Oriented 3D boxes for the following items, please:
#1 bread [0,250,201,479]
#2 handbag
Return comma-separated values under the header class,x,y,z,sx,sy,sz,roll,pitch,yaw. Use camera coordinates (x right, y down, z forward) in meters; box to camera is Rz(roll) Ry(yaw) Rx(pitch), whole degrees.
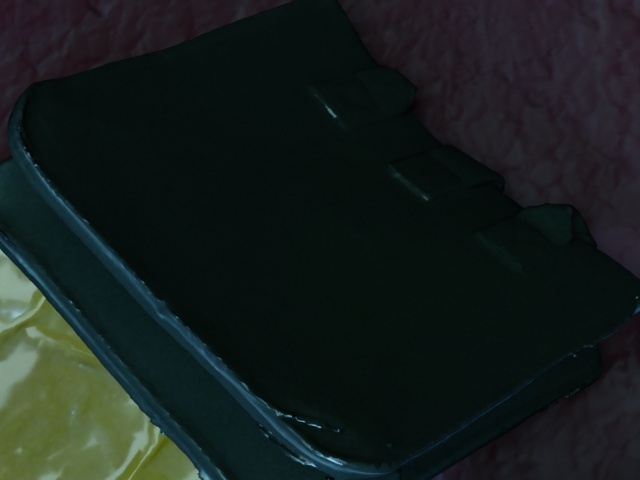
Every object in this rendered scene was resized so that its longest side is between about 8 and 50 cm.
class,x,y,z,sx,sy,sz,roll,pitch,yaw
bread,-0.104,0.096,1.006,0.250,0.133,0.179,39,92,15
handbag,-0.001,0.002,0.944,0.247,0.260,0.079,46,133,18
